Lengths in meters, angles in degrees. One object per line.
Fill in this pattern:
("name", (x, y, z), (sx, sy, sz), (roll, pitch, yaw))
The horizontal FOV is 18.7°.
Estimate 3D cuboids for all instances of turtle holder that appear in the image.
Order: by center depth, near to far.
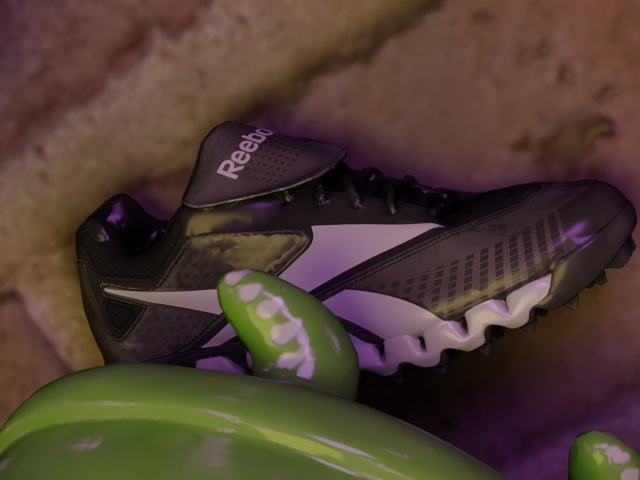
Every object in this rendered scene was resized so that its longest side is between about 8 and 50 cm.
("turtle holder", (0.000, 0.193, 0.683), (0.243, 0.227, 0.320), (-17, 128, 41))

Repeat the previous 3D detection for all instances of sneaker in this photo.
("sneaker", (0.000, 0.000, 0.735), (0.234, 0.078, 0.106), (-15, 104, 27))
